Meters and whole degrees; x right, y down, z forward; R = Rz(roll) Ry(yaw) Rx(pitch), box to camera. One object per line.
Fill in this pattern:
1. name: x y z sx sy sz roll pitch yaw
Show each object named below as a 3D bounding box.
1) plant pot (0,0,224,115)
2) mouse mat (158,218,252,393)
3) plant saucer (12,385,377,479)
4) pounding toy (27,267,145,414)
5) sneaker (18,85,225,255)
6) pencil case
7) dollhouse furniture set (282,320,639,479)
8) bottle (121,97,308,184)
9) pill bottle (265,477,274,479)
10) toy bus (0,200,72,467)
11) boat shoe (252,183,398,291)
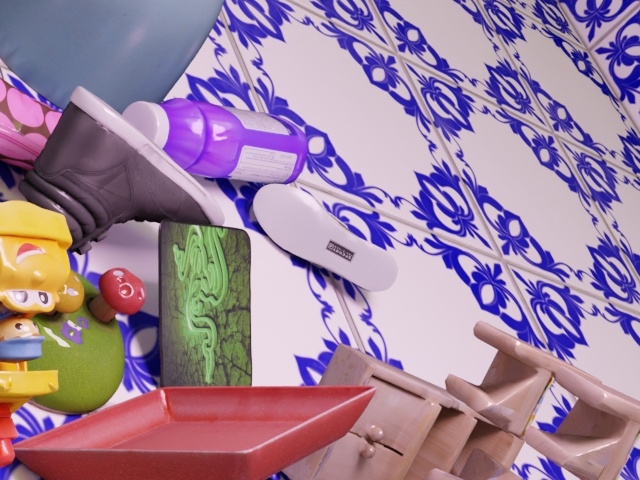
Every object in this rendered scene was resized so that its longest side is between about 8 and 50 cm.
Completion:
1. plant pot: -0.253 -0.325 1.860 0.293 0.235 0.293 35 28 -22
2. mouse mat: -0.124 0.075 1.633 0.153 0.007 0.189 7 79 -52
3. plant saucer: -0.112 0.185 1.396 0.259 0.258 0.047 -14 99 -62
4. pounding toy: -0.263 0.047 1.462 0.237 0.110 0.183 47 26 0
5. sneaker: -0.219 -0.044 1.608 0.104 0.147 0.296 39 -1 32
6. pencil case: -0.322 -0.114 1.625 0.209 0.095 0.098 26 2 -35
7. dollhouse furniture set: 0.172 0.282 1.530 0.256 0.362 0.394 25 3 -34
8. bottle: -0.137 -0.127 1.898 0.118 0.092 0.283 23 11 34
9. pill bottle: -0.093 0.311 1.328 0.123 0.123 0.219 39 26 -15
10. toy bus: -0.291 0.099 1.234 0.149 0.220 0.211 10 49 -58
11. boat shoe: 0.000 0.000 1.980 0.219 0.077 0.070 35 -5 -12
